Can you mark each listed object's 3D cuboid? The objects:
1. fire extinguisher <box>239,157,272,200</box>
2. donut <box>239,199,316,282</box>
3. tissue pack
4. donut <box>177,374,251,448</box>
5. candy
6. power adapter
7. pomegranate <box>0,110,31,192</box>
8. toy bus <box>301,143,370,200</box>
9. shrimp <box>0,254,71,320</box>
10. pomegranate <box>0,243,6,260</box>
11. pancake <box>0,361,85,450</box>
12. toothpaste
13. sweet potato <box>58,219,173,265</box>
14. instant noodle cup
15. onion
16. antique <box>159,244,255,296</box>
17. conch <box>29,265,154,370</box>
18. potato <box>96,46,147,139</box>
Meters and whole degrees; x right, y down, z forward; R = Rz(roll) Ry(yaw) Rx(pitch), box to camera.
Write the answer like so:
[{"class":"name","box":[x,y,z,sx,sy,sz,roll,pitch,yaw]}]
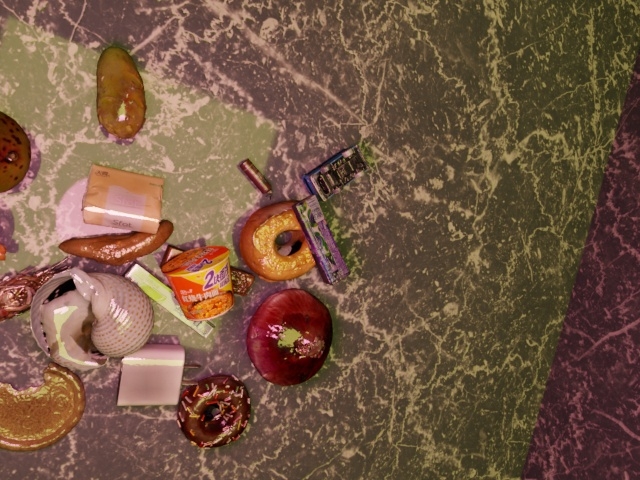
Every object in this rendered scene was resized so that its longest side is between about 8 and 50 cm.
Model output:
[{"class":"fire extinguisher","box":[-0.219,-0.215,1.646,0.158,0.043,0.064,51,33,-21]},{"class":"donut","box":[-0.124,0.001,1.653,0.299,0.150,0.317,34,81,-21]},{"class":"tissue pack","box":[-0.599,-0.125,1.429,0.222,0.090,0.186,12,56,-26]},{"class":"donut","box":[-0.365,0.600,1.635,0.269,0.103,0.270,-3,97,-26]},{"class":"candy","box":[0.000,0.000,1.592,0.088,0.061,0.312,-29,104,-24]},{"class":"power adapter","box":[-0.525,0.438,1.535,0.255,0.124,0.187,8,94,-25]},{"class":"pomegranate","box":[-0.933,-0.254,1.242,0.285,0.231,0.231,21,87,-9]},{"class":"toy bus","box":[0.050,-0.243,1.712,0.234,0.133,0.116,-37,108,-22]},{"class":"shrimp","box":[-0.870,0.153,1.345,0.343,0.145,0.116,-31,93,-28]},{"class":"pomegranate","box":[-0.978,-0.009,1.234,0.270,0.229,0.252,19,80,-33]},{"class":"pancake","box":[-0.881,0.509,1.433,0.288,0.033,0.286,25,86,-24]},{"class":"toothpaste","box":[-0.496,0.199,1.545,0.336,0.081,0.067,43,76,-22]},{"class":"sweet potato","box":[-0.625,0.021,1.467,0.341,0.092,0.114,-14,78,-23]},{"class":"instant noodle cup","box":[-0.361,0.134,1.439,0.213,0.213,0.174,-19,113,-21]},{"class":"onion","box":[-0.081,0.347,1.638,0.347,0.285,0.348,-4,98,-35]},{"class":"antique","box":[-0.376,0.107,1.582,0.309,0.093,0.087,23,86,-25]},{"class":"conch","box":[-0.662,0.208,1.375,0.302,0.215,0.319,-23,108,-6]},{"class":"potato","box":[-0.593,-0.443,1.398,0.141,0.176,0.298,2,71,-30]}]
